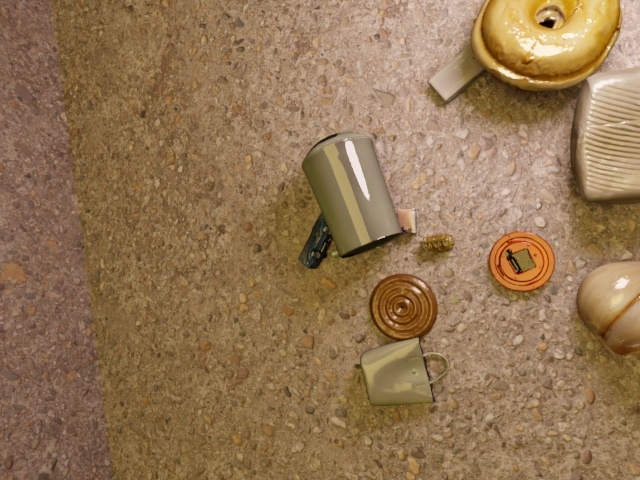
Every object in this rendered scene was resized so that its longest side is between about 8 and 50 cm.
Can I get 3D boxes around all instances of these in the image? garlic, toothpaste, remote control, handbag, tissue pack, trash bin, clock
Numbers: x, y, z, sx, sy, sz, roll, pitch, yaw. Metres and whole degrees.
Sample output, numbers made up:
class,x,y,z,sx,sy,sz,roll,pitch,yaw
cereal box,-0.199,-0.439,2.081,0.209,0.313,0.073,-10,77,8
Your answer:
class,x,y,z,sx,sy,sz,roll,pitch,yaw
garlic,0.949,0.202,1.298,0.249,0.286,0.313,34,115,-26
toothpaste,0.144,0.028,1.713,0.205,0.036,0.056,-15,84,17
remote control,0.526,-0.620,1.546,0.277,0.055,0.103,-40,75,15
handbag,0.312,0.485,1.601,0.315,0.109,0.241,-15,86,19
tissue pack,0.323,-0.073,1.623,0.074,0.058,0.095,-3,88,26
trash bin,0.112,-0.178,1.593,0.280,0.280,0.432,-23,81,21
clock,0.679,0.071,1.477,0.205,0.051,0.205,0,91,22

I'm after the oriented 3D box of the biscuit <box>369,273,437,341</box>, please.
class,x,y,z,sx,sy,sz,roll,pitch,yaw
biscuit,0.306,0.253,1.641,0.261,0.037,0.262,0,90,22

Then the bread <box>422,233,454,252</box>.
class,x,y,z,sx,sy,sz,roll,pitch,yaw
bread,0.429,0.011,1.580,0.110,0.060,0.066,-10,56,21

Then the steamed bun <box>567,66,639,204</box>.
class,x,y,z,sx,sy,sz,roll,pitch,yaw
steamed bun,0.880,-0.301,1.303,0.246,0.236,0.384,-1,96,19

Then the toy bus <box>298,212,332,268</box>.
class,x,y,z,sx,sy,sz,roll,pitch,yaw
toy bus,-0.003,-0.001,1.749,0.094,0.079,0.237,30,101,22

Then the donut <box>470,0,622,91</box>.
class,x,y,z,sx,sy,sz,roll,pitch,yaw
donut,0.693,-0.663,1.361,0.448,0.198,0.449,-2,75,9
